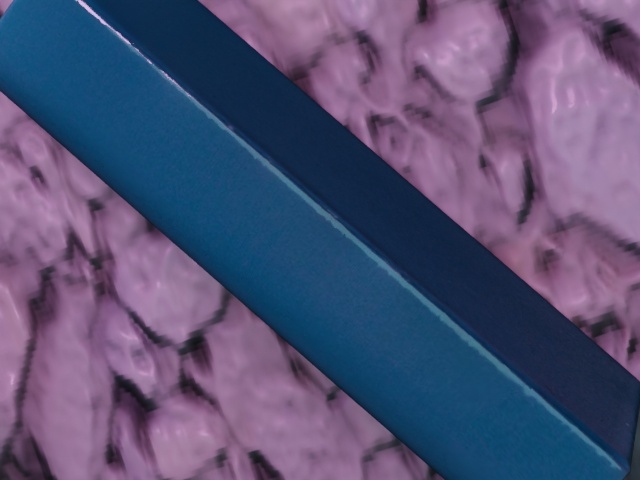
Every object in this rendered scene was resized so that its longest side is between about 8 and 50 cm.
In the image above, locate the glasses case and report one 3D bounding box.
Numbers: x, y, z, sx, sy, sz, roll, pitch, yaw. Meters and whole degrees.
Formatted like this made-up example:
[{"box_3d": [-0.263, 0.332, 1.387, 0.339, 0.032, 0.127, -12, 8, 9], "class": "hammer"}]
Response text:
[{"box_3d": [0.000, 0.000, 0.668, 0.301, 0.117, 0.070, 40, 109, 4], "class": "glasses case"}]
